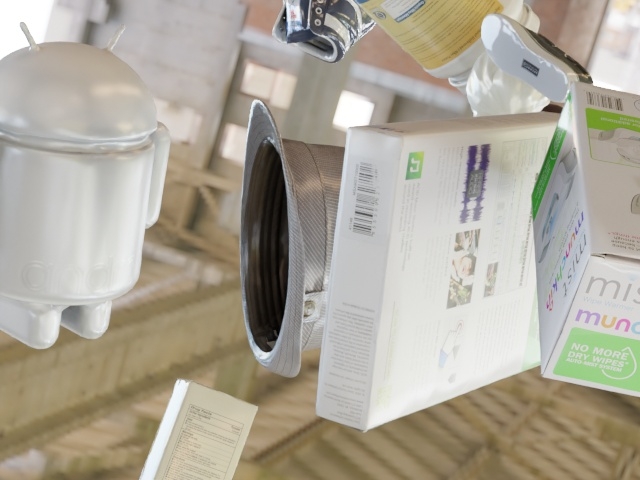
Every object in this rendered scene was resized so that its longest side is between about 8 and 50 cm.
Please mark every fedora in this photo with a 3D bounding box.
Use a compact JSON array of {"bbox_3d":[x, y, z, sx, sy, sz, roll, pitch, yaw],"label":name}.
[{"bbox_3d":[0.000,0.000,1.427,0.124,0.275,0.244,-2,-156,-15],"label":"fedora"}]

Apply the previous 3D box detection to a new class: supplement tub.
[{"bbox_3d":[0.135,-0.274,1.642,0.199,0.144,0.144,42,-176,-19],"label":"supplement tub"}]

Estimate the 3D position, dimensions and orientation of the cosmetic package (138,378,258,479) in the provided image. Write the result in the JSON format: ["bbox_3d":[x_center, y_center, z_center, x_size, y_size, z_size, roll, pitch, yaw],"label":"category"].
[{"bbox_3d":[-0.097,0.166,1.093,0.060,0.115,0.041,25,169,-19],"label":"cosmetic package"}]

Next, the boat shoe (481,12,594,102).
[{"bbox_3d":[0.213,-0.180,1.444,0.040,0.049,0.142,-9,-138,-35],"label":"boat shoe"}]

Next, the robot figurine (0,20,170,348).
[{"bbox_3d":[-0.286,-0.064,1.604,0.200,0.353,0.300,21,-159,35],"label":"robot figurine"}]

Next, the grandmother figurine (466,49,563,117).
[{"bbox_3d":[0.226,-0.094,1.657,0.208,0.342,0.104,-21,-126,0],"label":"grandmother figurine"}]

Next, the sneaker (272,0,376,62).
[{"bbox_3d":[-0.029,-0.353,1.852,0.099,0.153,0.282,1,138,54],"label":"sneaker"}]

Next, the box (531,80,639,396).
[{"bbox_3d":[0.303,0.010,1.096,0.262,0.127,0.231,12,-142,-4],"label":"box"}]

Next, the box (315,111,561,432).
[{"bbox_3d":[0.119,0.013,1.223,0.058,0.232,0.322,16,-165,35],"label":"box"}]
